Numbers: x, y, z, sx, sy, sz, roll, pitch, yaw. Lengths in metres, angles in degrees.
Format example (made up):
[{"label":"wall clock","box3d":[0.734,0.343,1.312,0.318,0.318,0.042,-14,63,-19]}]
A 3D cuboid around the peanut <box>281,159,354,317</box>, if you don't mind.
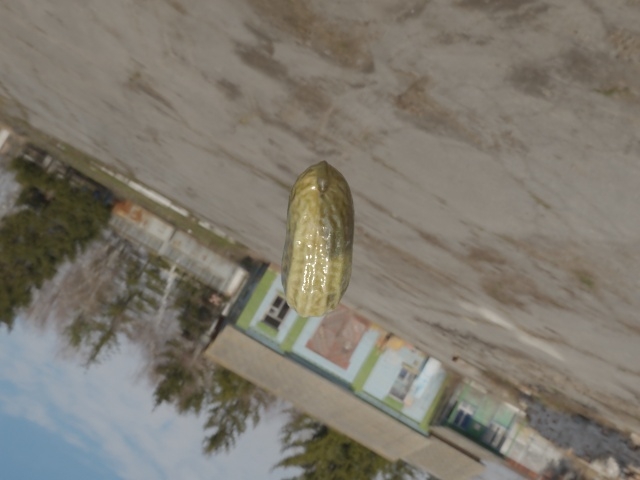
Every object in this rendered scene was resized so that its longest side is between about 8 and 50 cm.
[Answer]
[{"label":"peanut","box3d":[0.000,0.000,0.939,0.083,0.194,0.093,14,-163,25]}]
